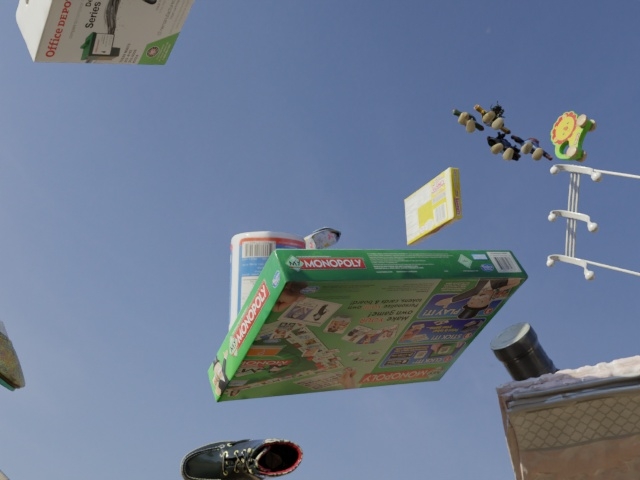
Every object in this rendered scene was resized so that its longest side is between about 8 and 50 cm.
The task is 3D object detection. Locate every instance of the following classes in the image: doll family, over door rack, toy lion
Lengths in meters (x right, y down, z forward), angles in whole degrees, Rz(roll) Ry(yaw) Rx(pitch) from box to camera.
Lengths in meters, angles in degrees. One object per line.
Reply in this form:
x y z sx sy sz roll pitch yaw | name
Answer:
0.331 -0.192 1.438 0.193 0.111 0.076 43 -76 2 | doll family
0.639 -0.031 1.686 0.324 0.108 0.239 11 -69 35 | over door rack
0.479 -0.201 1.530 0.034 0.100 0.096 21 -5 -26 | toy lion

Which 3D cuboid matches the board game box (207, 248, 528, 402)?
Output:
0.055 0.096 0.900 0.317 0.046 0.213 1 -42 -32 | board game box

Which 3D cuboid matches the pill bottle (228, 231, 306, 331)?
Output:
-0.085 0.103 1.276 0.124 0.221 0.124 1 -9 0 | pill bottle

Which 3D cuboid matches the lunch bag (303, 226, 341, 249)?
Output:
0.000 0.000 1.880 0.083 0.053 0.071 -20 -2 -32 | lunch bag

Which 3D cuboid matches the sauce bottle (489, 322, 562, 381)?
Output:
0.374 0.283 1.204 0.111 0.111 0.344 -28 -79 40 | sauce bottle

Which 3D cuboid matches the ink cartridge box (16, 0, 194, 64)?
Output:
-0.323 -0.350 1.194 0.219 0.092 0.160 -9 -27 -37 | ink cartridge box

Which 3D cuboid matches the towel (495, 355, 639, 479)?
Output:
0.421 0.280 1.050 0.332 0.053 0.317 -14 -57 10 | towel

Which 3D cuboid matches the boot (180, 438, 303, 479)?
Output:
-0.149 0.417 1.510 0.237 0.085 0.178 -2 -17 -9 | boot

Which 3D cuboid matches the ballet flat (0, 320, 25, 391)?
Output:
-0.609 0.111 1.294 0.349 0.123 0.123 33 -40 -1 | ballet flat

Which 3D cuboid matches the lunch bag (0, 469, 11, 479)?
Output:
-0.611 0.409 1.125 0.235 0.287 0.168 26 -62 33 | lunch bag

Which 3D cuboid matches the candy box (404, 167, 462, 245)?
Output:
0.228 -0.065 1.630 0.027 0.105 0.206 6 -17 -18 | candy box
